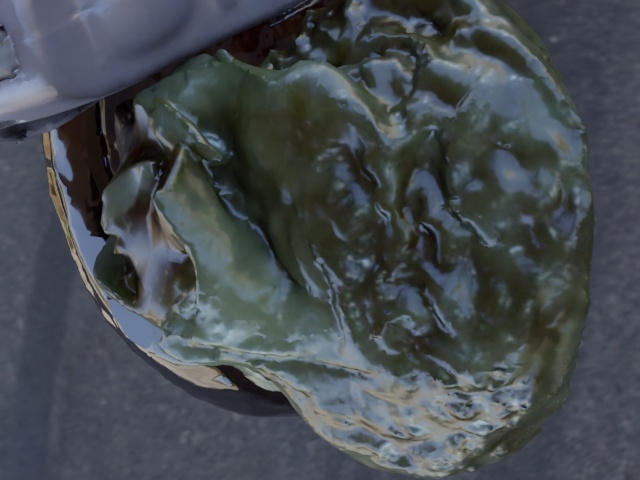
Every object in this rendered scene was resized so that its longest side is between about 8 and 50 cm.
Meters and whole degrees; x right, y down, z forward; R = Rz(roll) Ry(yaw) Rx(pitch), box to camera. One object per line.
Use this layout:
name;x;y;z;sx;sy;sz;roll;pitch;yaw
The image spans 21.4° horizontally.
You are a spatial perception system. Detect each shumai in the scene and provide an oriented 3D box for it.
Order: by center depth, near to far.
shumai;0.002;0.000;0.801;0.218;0.189;0.256;2;119;-6

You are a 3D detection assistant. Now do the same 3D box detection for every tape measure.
tape measure;-0.129;-0.128;0.842;0.197;0.236;0.120;13;128;54

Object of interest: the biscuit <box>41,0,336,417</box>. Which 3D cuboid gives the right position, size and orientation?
biscuit;-0.039;-0.072;1.229;0.091;0.407;0.407;-7;94;39
